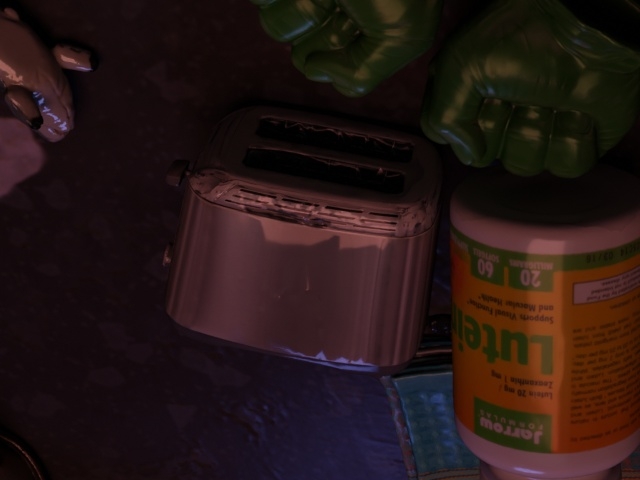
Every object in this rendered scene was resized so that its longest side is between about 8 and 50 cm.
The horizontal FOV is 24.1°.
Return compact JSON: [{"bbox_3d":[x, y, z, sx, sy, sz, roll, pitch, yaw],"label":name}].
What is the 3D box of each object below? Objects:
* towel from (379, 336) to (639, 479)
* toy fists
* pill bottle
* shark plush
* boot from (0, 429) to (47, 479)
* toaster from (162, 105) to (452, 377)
[{"bbox_3d":[0.211,0.225,1.239,0.271,0.040,0.370,-3,127,17],"label":"towel"},{"bbox_3d":[0.076,-0.133,0.955,0.279,0.096,0.142,27,130,-10],"label":"toy fists"},{"bbox_3d":[0.160,0.079,1.039,0.136,0.136,0.246,2,114,13],"label":"pill bottle"},{"bbox_3d":[-0.237,-0.131,1.064,0.161,0.073,0.067,35,158,-19],"label":"shark plush"},{"bbox_3d":[-0.320,0.206,1.312,0.082,0.106,0.219,-20,120,27],"label":"boot"},{"bbox_3d":[0.000,0.000,1.057,0.226,0.129,0.146,12,127,6],"label":"toaster"}]
